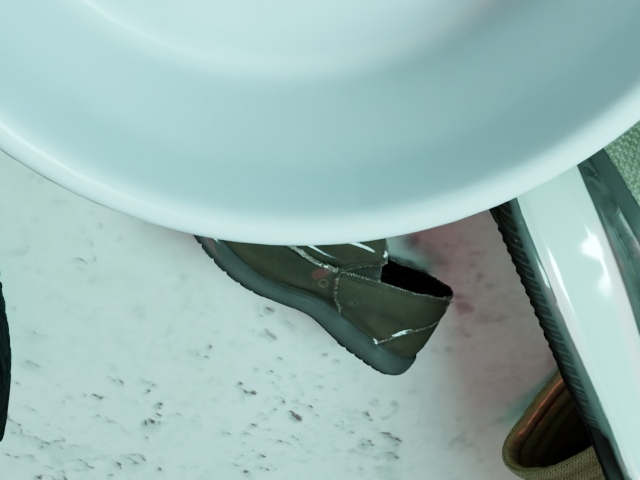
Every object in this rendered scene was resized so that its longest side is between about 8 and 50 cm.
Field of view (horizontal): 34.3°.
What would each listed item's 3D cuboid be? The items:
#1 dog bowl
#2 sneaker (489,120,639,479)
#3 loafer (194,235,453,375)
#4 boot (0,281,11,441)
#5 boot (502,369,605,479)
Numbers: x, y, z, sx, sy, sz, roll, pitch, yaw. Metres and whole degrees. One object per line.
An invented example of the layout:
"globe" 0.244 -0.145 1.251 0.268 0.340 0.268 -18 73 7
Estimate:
"dog bowl" -0.002 -0.132 0.291 0.265 0.104 0.265 -4 128 -4
"sneaker" 0.284 0.089 0.592 0.257 0.169 0.447 -23 112 9
"loafer" 0.000 0.000 0.637 0.078 0.080 0.220 -44 126 14
"boot" -0.302 0.025 0.604 0.207 0.094 0.246 -7 123 -5
"boot" 0.286 0.132 0.756 0.203 0.095 0.262 34 122 -27
